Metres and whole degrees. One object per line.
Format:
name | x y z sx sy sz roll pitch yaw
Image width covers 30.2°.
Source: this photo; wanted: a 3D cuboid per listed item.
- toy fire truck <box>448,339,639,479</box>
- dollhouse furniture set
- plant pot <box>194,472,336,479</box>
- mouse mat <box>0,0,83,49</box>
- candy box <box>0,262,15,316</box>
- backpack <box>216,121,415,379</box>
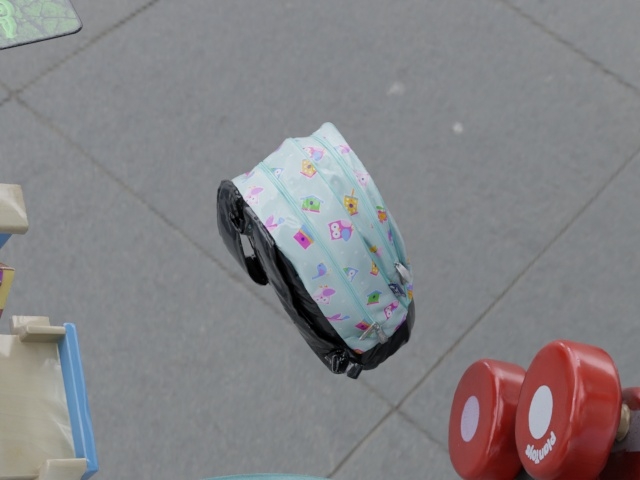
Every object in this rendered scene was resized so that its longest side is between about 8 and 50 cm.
toy fire truck | 0.202 0.220 0.885 0.169 0.302 0.253 13 75 -14
dollhouse furniture set | -0.377 0.121 1.011 0.286 0.198 0.303 4 58 -38
plant pot | -0.054 0.230 0.650 0.234 0.165 0.165 -10 53 -50
mouse mat | -0.354 -0.265 1.277 0.153 0.007 0.189 -17 51 -19
candy box | -0.335 0.011 0.884 0.187 0.109 0.053 21 95 25
backpack | 0.000 0.000 0.903 0.115 0.182 0.152 -39 50 -9
